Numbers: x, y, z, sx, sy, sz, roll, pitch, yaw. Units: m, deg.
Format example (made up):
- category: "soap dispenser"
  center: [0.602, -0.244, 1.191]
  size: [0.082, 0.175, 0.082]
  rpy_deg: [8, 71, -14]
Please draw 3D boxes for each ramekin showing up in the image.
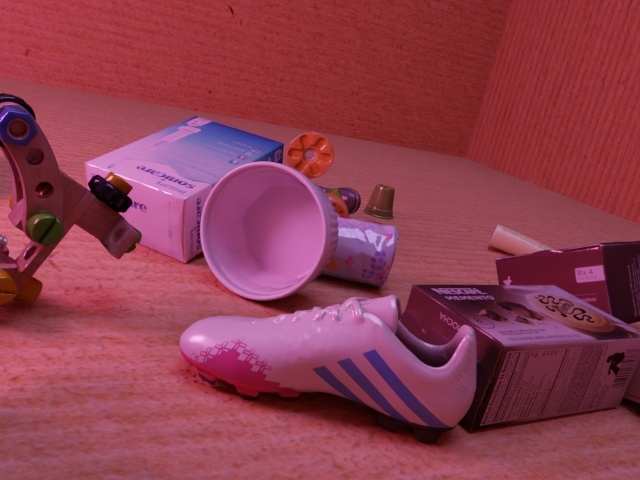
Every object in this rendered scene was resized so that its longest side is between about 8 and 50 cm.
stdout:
- category: "ramekin"
  center: [-0.069, -0.014, 0.994]
  size: [0.207, 0.207, 0.109]
  rpy_deg: [19, 8, 20]

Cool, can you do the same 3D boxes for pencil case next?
- category: "pencil case"
  center: [0.000, 0.000, 1.147]
  size: [0.273, 0.113, 0.124]
  rpy_deg: [14, 38, -1]

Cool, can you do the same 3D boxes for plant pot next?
- category: "plant pot"
  center: [0.166, -0.108, 1.728]
  size: [0.083, 0.079, 0.083]
  rpy_deg: [13, 16, -4]

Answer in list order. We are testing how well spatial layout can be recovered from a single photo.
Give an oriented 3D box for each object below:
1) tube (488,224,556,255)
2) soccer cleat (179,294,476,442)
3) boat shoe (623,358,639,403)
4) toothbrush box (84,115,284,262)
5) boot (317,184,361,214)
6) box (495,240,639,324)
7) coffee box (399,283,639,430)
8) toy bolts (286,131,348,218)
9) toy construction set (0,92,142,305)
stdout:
- category: "tube"
  center: [0.547, 0.032, 1.622]
  size: [0.240, 0.062, 0.070]
  rpy_deg: [23, 61, 13]
- category: "soccer cleat"
  center: [0.013, 0.111, 0.719]
  size: [0.331, 0.143, 0.116]
  rpy_deg: [14, 16, 1]
- category: "boat shoe"
  center: [0.496, 0.207, 0.858]
  size: [0.095, 0.112, 0.335]
  rpy_deg: [1, 16, -25]
- category: "toothbrush box"
  center: [-0.234, -0.105, 1.162]
  size: [0.216, 0.126, 0.295]
  rpy_deg: [20, 33, 21]
- category: "boot"
  center: [-0.032, -0.104, 1.560]
  size: [0.190, 0.076, 0.208]
  rpy_deg: [8, 2, 37]
- category: "box"
  center: [0.502, 0.076, 1.147]
  size: [0.381, 0.143, 0.191]
  rpy_deg: [0, -8, -42]
- category: "coffee box"
  center: [0.265, 0.144, 0.863]
  size: [0.297, 0.119, 0.168]
  rpy_deg: [3, 20, -33]
- category: "toy bolts"
  center: [-0.058, -0.099, 1.334]
  size: [0.228, 0.218, 0.158]
  rpy_deg: [-7, 25, -5]
- category: "toy construction set"
  center: [-0.371, -0.009, 0.787]
  size: [0.309, 0.257, 0.237]
  rpy_deg: [-2, -25, 39]
